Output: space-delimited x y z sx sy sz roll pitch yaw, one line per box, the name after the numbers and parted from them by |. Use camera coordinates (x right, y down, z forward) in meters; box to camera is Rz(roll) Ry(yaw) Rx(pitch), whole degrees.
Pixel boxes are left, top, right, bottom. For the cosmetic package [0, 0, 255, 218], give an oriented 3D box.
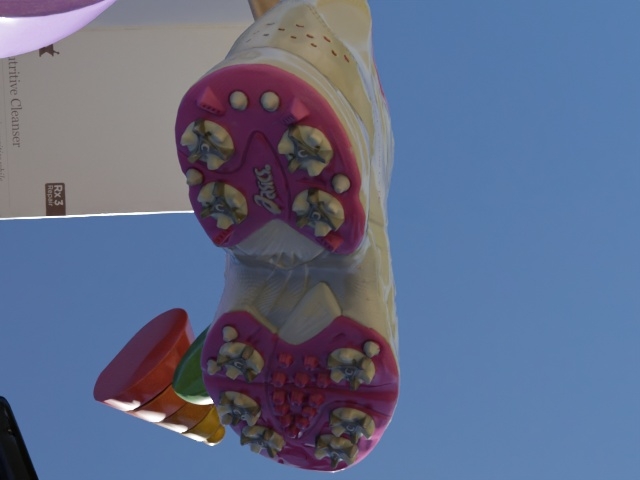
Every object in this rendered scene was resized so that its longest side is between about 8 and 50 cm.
-0.221 -0.148 1.929 0.156 0.385 0.217 -109 16 -67 | cosmetic package

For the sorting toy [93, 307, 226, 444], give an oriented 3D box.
-0.063 0.134 1.630 0.126 0.365 0.127 49 -122 -20 | sorting toy

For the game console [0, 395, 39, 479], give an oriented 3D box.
-0.258 0.174 1.387 0.044 0.213 0.361 -8 -142 -21 | game console

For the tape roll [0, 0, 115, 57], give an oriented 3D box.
-0.198 -0.244 0.999 0.275 0.090 0.275 6 -104 -26 | tape roll

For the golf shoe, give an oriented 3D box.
0.000 0.000 0.966 0.306 0.115 0.140 89 -164 -44 | golf shoe

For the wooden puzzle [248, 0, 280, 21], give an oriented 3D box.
0.033 -0.302 1.624 0.044 0.238 0.221 55 -165 -55 | wooden puzzle
